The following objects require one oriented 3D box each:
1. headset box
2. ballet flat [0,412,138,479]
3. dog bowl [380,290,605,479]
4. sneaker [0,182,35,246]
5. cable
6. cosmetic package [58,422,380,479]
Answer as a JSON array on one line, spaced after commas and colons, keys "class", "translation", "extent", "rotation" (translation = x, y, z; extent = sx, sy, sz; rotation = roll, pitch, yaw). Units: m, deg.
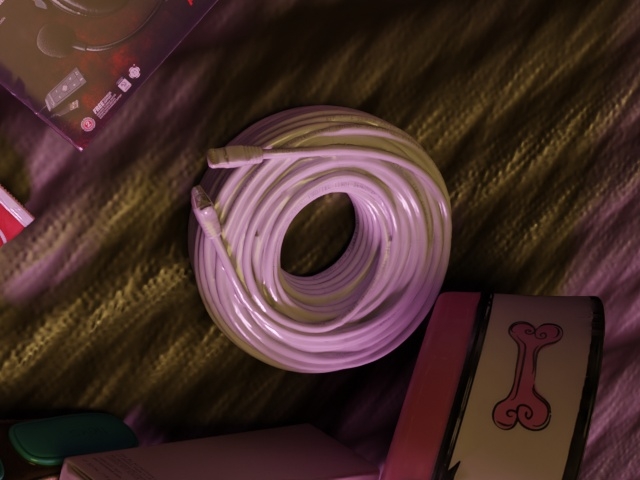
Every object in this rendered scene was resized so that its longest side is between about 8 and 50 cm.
[{"class": "headset box", "translation": [-0.233, -0.249, 0.906], "extent": [0.218, 0.110, 0.293], "rotation": [-48, 120, -3]}, {"class": "ballet flat", "translation": [-0.294, 0.207, 1.006], "extent": [0.316, 0.107, 0.106], "rotation": [14, 115, -45]}, {"class": "dog bowl", "translation": [0.133, 0.227, 1.097], "extent": [0.150, 0.408, 0.408], "rotation": [16, 102, 7]}, {"class": "sneaker", "translation": [-0.304, -0.035, 0.986], "extent": [0.067, 0.042, 0.118], "rotation": [-46, 122, -8]}, {"class": "cable", "translation": [0.000, 0.000, 1.113], "extent": [0.257, 0.089, 0.257], "rotation": [-16, 114, -20]}, {"class": "cosmetic package", "translation": [-0.099, 0.276, 1.087], "extent": [0.309, 0.113, 0.160], "rotation": [1, 109, -47]}]
